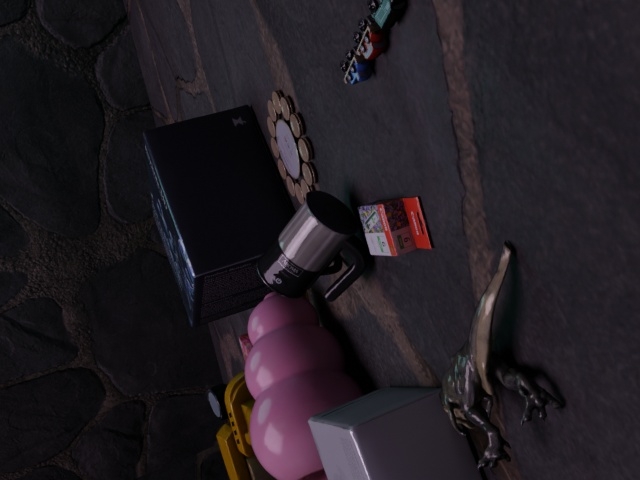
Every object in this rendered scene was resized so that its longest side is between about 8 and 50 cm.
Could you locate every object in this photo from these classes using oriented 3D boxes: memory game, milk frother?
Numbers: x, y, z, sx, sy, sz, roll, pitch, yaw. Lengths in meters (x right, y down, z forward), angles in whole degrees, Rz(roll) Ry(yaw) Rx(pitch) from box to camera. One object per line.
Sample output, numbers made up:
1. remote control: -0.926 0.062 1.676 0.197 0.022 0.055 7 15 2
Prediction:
1. memory game: -0.048 -0.147 1.038 0.186 0.012 0.186 161 90 -73
2. milk frother: 0.000 0.000 0.918 0.135 0.129 0.143 -50 20 30

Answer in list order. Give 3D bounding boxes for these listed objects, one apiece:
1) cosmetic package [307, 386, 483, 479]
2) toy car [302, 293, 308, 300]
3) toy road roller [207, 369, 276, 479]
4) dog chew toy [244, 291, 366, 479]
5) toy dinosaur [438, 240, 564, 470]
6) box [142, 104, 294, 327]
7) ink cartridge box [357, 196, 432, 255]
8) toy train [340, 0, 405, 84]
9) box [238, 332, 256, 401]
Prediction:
1. cosmetic package: 0.104 0.317 0.831 0.224 0.138 0.224 138 112 -73
2. toy car: -0.050 0.141 1.291 0.060 0.040 0.122 -130 27 -50
3. toy road roller: -0.149 0.499 1.710 0.240 0.202 0.330 -5 102 61
4. dog chew toy: -0.038 0.238 1.109 0.207 0.206 0.332 99 156 -56
5. toy dinosaur: 0.161 0.137 0.614 0.268 0.064 0.118 95 158 -45
6. box: -0.206 -0.029 1.311 0.395 0.211 0.294 119 131 -66
7. ink cartridge box: 0.083 -0.015 0.741 0.115 0.029 0.063 -179 72 -72
8. toy train: 0.052 -0.204 0.653 0.036 0.027 0.158 58 160 8
9. box: -0.077 0.318 1.409 0.122 0.128 0.257 -146 41 -63
